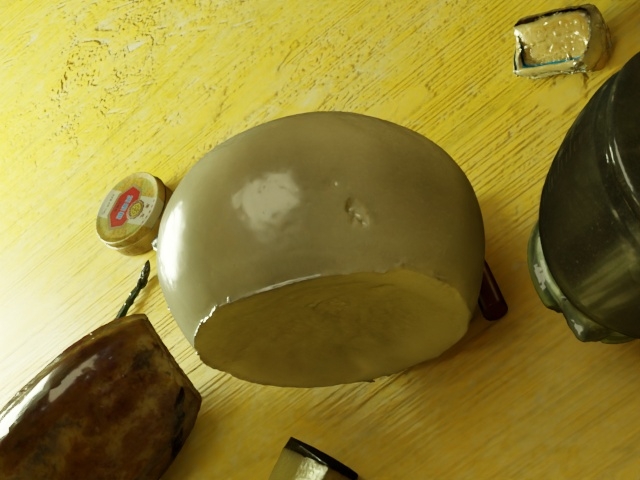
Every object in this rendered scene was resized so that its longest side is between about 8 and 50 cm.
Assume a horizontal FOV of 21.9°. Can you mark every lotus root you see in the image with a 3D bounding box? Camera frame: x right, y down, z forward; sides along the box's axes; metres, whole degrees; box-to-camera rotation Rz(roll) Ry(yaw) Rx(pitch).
[{"bbox_3d":[-0.255,0.218,1.791,0.291,0.193,0.193,-42,42,6],"label":"lotus root"}]

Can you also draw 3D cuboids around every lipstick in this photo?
[{"bbox_3d":[0.150,0.012,1.673,0.027,0.027,0.176,-37,42,16],"label":"lipstick"}]

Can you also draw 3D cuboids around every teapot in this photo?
[{"bbox_3d":[0.288,-0.054,1.439,0.239,0.240,0.321,-45,41,51],"label":"teapot"}]

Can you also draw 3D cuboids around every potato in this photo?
[{"bbox_3d":[-0.015,0.258,1.613,0.103,0.066,0.096,-58,27,-1],"label":"potato"}]

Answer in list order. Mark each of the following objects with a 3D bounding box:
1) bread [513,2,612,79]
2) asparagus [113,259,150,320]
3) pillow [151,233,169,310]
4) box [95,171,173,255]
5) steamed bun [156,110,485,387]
[{"bbox_3d":[0.252,-0.207,1.723,0.106,0.053,0.072,-3,82,43],"label":"bread"},{"bbox_3d":[-0.239,0.096,1.970,0.162,0.016,0.016,-63,16,-14],"label":"asparagus"},{"bbox_3d":[-0.147,0.018,1.916,0.091,0.055,0.135,-15,47,-7],"label":"pillow"},{"bbox_3d":[-0.227,-0.033,2.034,0.106,0.037,0.105,-23,49,28],"label":"box"},{"bbox_3d":[0.000,0.000,1.588,0.324,0.324,0.206,-22,59,29],"label":"steamed bun"}]
